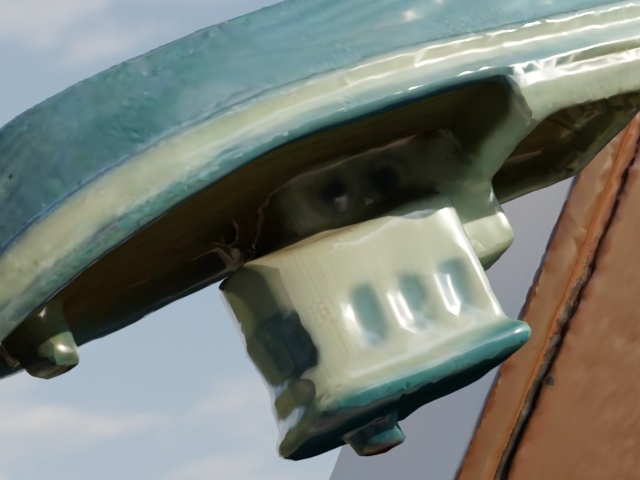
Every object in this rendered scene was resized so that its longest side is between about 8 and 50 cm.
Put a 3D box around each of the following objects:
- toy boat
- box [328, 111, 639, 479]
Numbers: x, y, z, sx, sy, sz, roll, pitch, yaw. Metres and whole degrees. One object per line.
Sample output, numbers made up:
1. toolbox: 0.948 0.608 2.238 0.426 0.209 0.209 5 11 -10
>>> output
1. toy boat: 0.000 0.000 0.480 0.215 0.102 0.088 -19 -16 -23
2. box: 0.138 0.092 0.733 0.229 0.339 0.239 26 -18 -6
